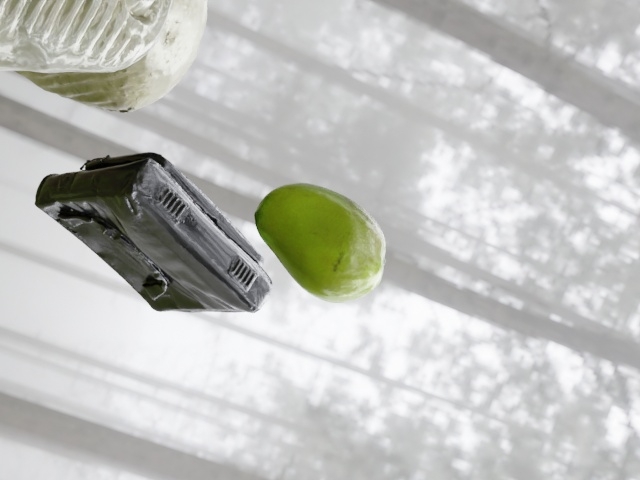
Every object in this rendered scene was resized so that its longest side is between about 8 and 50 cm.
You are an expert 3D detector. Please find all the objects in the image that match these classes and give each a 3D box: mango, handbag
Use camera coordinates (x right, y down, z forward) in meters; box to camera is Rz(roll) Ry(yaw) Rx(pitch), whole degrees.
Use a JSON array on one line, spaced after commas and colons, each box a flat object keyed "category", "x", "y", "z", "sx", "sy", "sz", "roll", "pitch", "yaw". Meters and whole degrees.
[{"category": "mango", "x": 0.006, "y": -0.003, "z": 1.648, "sx": 0.117, "sy": 0.163, "sz": 0.089, "roll": -37, "pitch": 171, "yaw": -12}, {"category": "handbag", "x": -0.214, "y": -0.005, "z": 1.852, "sx": 0.244, "sy": 0.275, "sz": 0.088, "roll": -6, "pitch": -129, "yaw": 45}]

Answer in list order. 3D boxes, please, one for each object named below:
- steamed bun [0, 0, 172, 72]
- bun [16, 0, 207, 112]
[{"category": "steamed bun", "x": -0.300, "y": -0.303, "z": 1.255, "sx": 0.219, "sy": 0.324, "sz": 0.310, "roll": 18, "pitch": -65, "yaw": 45}, {"category": "bun", "x": -0.297, "y": -0.331, "z": 1.741, "sx": 0.234, "sy": 0.362, "sz": 0.326, "roll": -58, "pitch": -168, "yaw": -24}]
